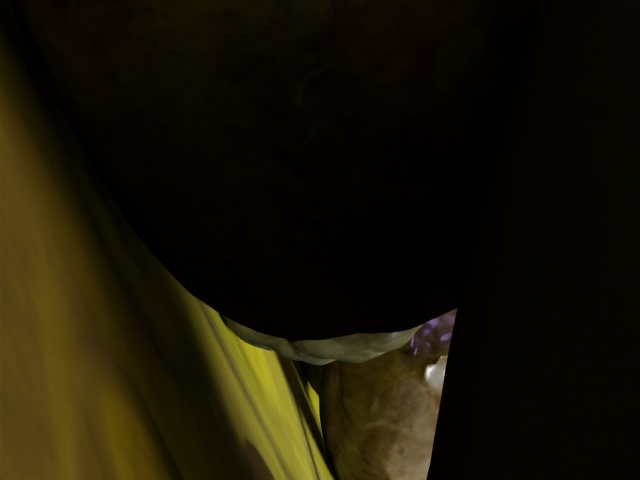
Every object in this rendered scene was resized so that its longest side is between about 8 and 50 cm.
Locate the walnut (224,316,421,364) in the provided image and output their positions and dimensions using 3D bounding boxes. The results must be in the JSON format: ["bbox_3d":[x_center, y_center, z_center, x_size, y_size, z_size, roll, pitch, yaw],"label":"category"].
[{"bbox_3d":[0.000,0.000,0.619,0.092,0.092,0.092,-23,90,-88],"label":"walnut"}]

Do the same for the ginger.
[{"bbox_3d":[0.028,0.047,0.834,0.204,0.080,0.104,-106,-155,-68],"label":"ginger"}]

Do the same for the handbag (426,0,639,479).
[{"bbox_3d":[0.096,0.114,0.438,0.288,0.152,0.342,84,10,-56],"label":"handbag"}]

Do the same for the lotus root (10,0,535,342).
[{"bbox_3d":[-0.005,-0.057,0.461,0.241,0.124,0.123,61,13,-49],"label":"lotus root"}]
